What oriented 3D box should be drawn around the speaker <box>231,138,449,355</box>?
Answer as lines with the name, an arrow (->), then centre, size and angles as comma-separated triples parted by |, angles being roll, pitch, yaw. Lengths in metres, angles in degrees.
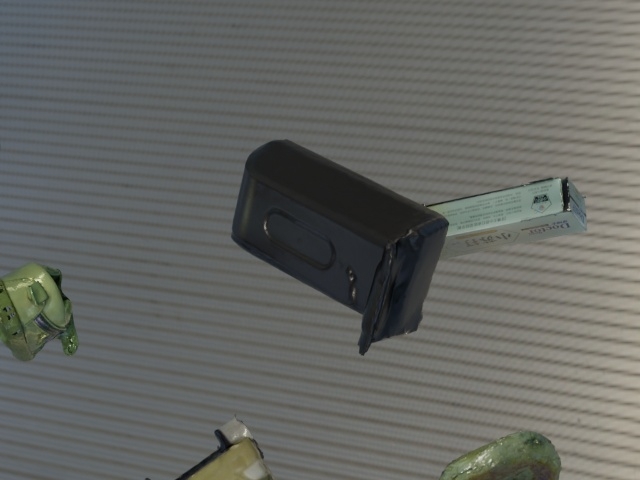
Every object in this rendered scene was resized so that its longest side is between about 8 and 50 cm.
speaker -> 0.000, 0.000, 1.529 | 0.388, 0.184, 0.180 | 28, 112, 38

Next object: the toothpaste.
toothpaste -> 0.255, -0.030, 1.755 | 0.313, 0.089, 0.071 | -12, 61, 27

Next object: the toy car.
toy car -> -0.074, 0.228, 0.901 | 0.101, 0.256, 0.124 | -35, 81, -12

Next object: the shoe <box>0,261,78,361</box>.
shoe -> -0.432, 0.112, 1.666 | 0.128, 0.262, 0.140 | -11, 81, -7

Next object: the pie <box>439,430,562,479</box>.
pie -> 0.230, 0.321, 1.461 | 0.187, 0.187, 0.041 | -30, 46, 2
